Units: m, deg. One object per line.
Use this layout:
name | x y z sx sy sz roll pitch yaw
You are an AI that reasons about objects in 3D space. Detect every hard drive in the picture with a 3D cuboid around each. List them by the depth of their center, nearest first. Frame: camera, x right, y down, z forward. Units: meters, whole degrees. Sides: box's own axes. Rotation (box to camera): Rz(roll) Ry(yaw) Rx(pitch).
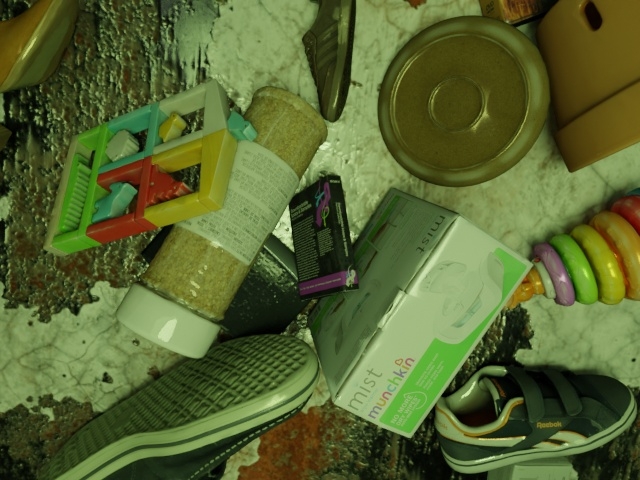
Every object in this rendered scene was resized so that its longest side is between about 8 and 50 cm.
hard drive | -0.138 0.051 0.674 0.255 0.054 0.172 42 95 -9

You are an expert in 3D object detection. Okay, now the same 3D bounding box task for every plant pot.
plant pot | 0.423 -0.245 0.551 0.291 0.291 0.203 -25 84 2
plant pot | 0.191 -0.190 0.606 0.237 0.032 0.235 6 106 22

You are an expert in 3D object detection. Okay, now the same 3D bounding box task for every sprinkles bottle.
sprinkles bottle | -0.119 -0.030 0.570 0.121 0.121 0.355 30 77 -7

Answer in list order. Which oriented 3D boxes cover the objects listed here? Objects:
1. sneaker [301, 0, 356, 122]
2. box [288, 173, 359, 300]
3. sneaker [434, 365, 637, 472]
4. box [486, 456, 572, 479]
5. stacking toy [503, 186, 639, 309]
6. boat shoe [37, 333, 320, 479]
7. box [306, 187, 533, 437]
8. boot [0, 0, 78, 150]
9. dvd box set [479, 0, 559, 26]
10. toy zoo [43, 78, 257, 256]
sneaker | 0.008 -0.268 0.629 0.071 0.066 0.188 8 95 13
box | 0.000 0.000 0.619 0.029 0.116 0.161 -3 79 -33
sneaker | 0.344 0.270 0.701 0.322 0.126 0.127 -20 106 2
box | 0.357 0.404 0.745 0.102 0.087 0.101 2 100 -4
stacking toy | 0.396 0.044 0.668 0.302 0.175 0.165 -20 100 15
boat shoe | -0.196 0.291 0.635 0.501 0.186 0.155 -32 106 17
box | 0.108 0.077 0.596 0.127 0.231 0.261 30 96 -16
boot | -0.484 -0.269 0.567 0.211 0.104 0.295 38 104 -18
dvd box set | 0.327 -0.545 0.586 0.308 0.062 0.419 -20 101 0
toy zoo | -0.218 -0.101 0.558 0.294 0.030 0.192 -14 60 17
